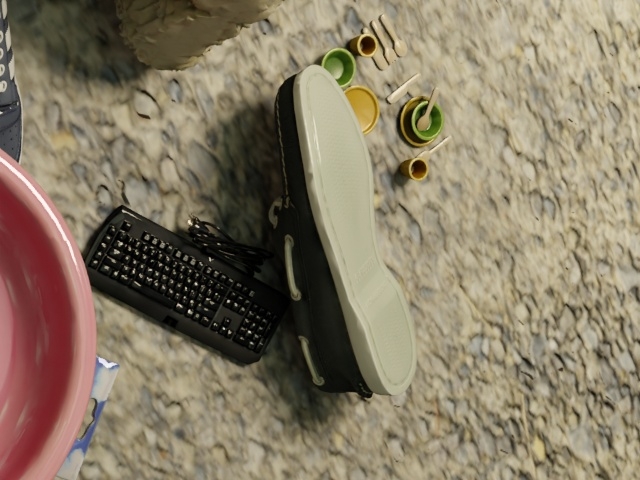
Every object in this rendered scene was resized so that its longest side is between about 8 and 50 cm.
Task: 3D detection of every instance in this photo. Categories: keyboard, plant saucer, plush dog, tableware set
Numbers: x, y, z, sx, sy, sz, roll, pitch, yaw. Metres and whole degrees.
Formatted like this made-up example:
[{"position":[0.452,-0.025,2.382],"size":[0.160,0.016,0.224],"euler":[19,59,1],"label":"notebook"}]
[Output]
[{"position":[-0.105,0.031,1.076],"size":[0.192,0.038,0.100],"euler":[30,80,-30],"label":"keyboard"},{"position":[-0.323,0.071,0.868],"size":[0.332,0.084,0.332],"euler":[4,83,-34],"label":"plant saucer"},{"position":[-0.076,-0.283,0.948],"size":[0.262,0.210,0.225],"euler":[60,27,-63],"label":"plush dog"},{"position":[0.064,-0.126,1.165],"size":[0.104,0.024,0.154],"euler":[-39,113,-21],"label":"tableware set"}]

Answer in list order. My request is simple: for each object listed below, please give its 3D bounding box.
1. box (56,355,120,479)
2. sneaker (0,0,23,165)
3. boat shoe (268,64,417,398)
[{"position":[-0.261,0.115,0.990],"size":[0.178,0.042,0.109],"euler":[24,82,-29],"label":"box"},{"position":[-0.256,-0.160,0.899],"size":[0.099,0.153,0.282],"euler":[-11,101,-28],"label":"sneaker"},{"position":[0.000,0.000,1.099],"size":[0.114,0.091,0.303],"euler":[-28,108,-57],"label":"boat shoe"}]
